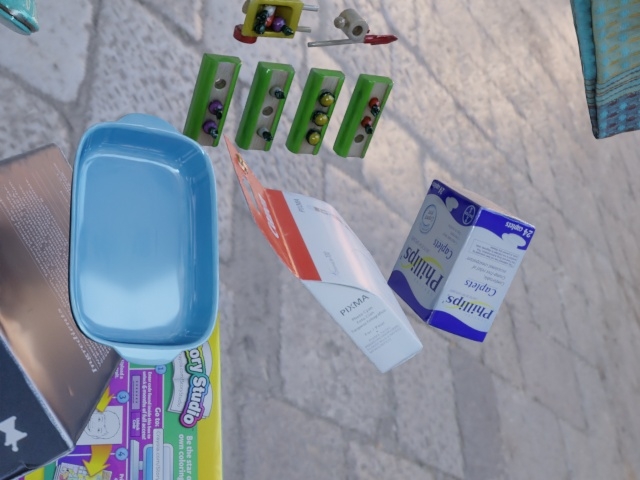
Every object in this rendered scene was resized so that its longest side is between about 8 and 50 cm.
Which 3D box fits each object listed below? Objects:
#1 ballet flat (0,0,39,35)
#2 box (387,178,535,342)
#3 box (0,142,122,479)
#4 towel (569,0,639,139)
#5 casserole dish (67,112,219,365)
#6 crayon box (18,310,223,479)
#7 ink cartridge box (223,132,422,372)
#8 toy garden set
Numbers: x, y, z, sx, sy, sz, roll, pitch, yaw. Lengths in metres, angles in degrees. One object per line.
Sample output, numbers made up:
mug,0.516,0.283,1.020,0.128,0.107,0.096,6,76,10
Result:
ballet flat,-0.400,-0.315,1.113,0.087,0.247,0.083,-56,136,-11
box,0.147,0.019,0.979,0.072,0.137,0.126,18,11,-21
box,-0.349,0.087,0.790,0.212,0.294,0.395,62,2,-11
towel,0.283,-0.175,0.531,0.370,0.272,0.040,50,33,-61
casserole dish,-0.133,0.000,0.666,0.114,0.037,0.188,7,71,-33
crayon box,-0.310,0.294,1.413,0.106,0.313,0.362,115,-26,-68
ink cartridge box,0.000,0.000,1.497,0.385,0.091,0.308,52,7,-33
toy garden set,-0.014,-0.183,1.034,0.244,0.203,0.049,1,37,-30
